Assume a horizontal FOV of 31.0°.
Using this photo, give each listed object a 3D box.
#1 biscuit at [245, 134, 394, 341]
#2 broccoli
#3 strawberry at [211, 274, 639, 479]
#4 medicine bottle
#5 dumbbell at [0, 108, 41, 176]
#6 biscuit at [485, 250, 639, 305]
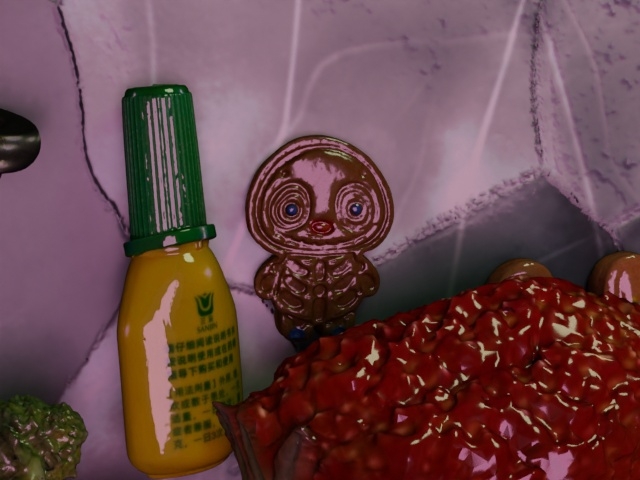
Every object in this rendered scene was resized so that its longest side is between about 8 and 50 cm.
[{"bbox_3d":[0.000,0.000,0.954,0.124,0.026,0.175,-2,103,-10],"label":"biscuit"},{"bbox_3d":[-0.181,0.233,0.862,0.186,0.302,0.254,-15,65,-39],"label":"broccoli"},{"bbox_3d":[0.111,0.185,0.888,0.344,0.292,0.292,-14,105,-17],"label":"strawberry"},{"bbox_3d":[-0.115,0.031,0.910,0.111,0.076,0.308,-14,104,-50],"label":"medicine bottle"},{"bbox_3d":[-0.273,-0.148,0.782,0.192,0.192,0.289,12,102,-14],"label":"dumbbell"},{"bbox_3d":[0.219,0.174,1.027,0.202,0.047,0.333,0,103,-11],"label":"biscuit"}]
